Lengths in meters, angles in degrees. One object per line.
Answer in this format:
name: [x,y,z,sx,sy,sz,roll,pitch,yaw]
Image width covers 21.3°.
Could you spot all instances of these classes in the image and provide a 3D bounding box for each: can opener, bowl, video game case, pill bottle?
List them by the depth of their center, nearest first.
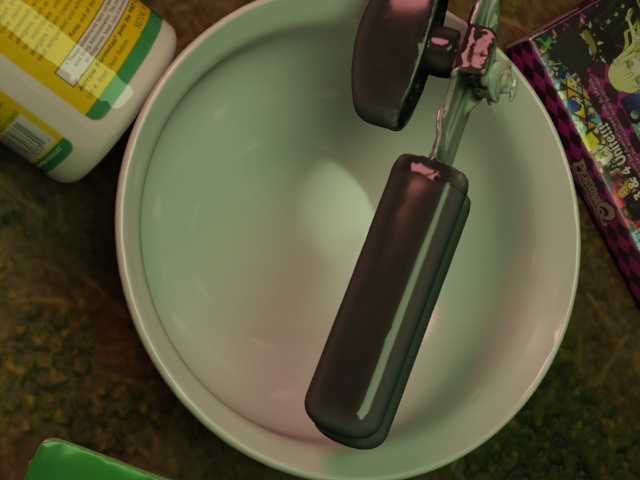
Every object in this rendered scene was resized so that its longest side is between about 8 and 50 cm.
can opener: [0.044,-0.022,0.970,0.093,0.074,0.280,13,77,13]
pill bottle: [-0.197,-0.137,0.986,0.208,0.117,0.117,36,73,-16]
bowl: [0.000,0.000,1.050,0.298,0.134,0.297,2,84,-23]
video game case: [0.270,-0.086,1.220,0.210,0.042,0.232,-32,98,-22]

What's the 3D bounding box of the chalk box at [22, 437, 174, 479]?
chalk box: [-0.165,0.258,0.937,0.180,0.179,0.289,23,76,-19]
